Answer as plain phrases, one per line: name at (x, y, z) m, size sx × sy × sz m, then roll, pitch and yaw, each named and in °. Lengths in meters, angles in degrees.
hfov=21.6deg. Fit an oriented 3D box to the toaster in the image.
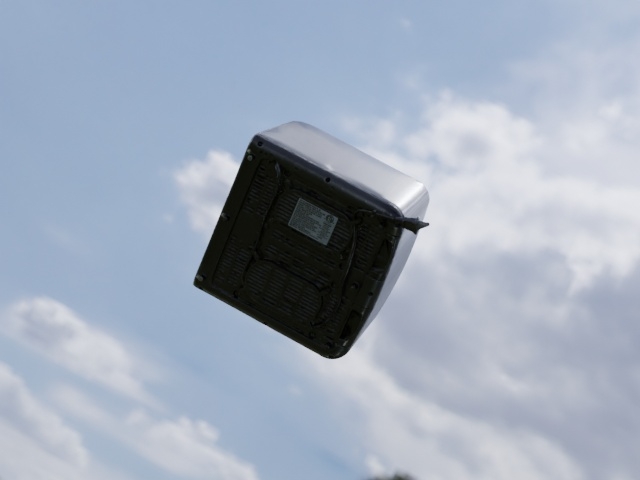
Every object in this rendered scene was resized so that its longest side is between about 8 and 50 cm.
toaster at (0.000, 0.000, 1.532) m, size 0.185 × 0.168 × 0.110 m, roll 28°, pitch 25°, yaw 11°
